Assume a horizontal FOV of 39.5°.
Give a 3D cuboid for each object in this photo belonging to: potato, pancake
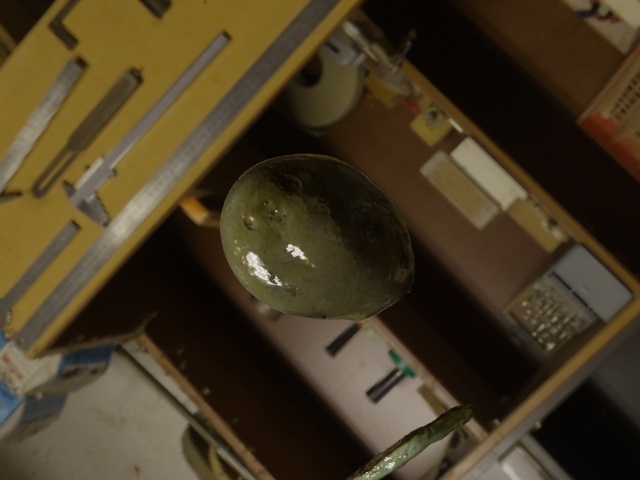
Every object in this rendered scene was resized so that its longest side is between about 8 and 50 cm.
[{"bbox_3d":[0.000,0.000,0.994,0.235,0.178,0.160,32,-173,-17],"label":"potato"},{"bbox_3d":[0.058,0.140,0.596,0.017,0.108,0.108,55,-168,12],"label":"pancake"}]
